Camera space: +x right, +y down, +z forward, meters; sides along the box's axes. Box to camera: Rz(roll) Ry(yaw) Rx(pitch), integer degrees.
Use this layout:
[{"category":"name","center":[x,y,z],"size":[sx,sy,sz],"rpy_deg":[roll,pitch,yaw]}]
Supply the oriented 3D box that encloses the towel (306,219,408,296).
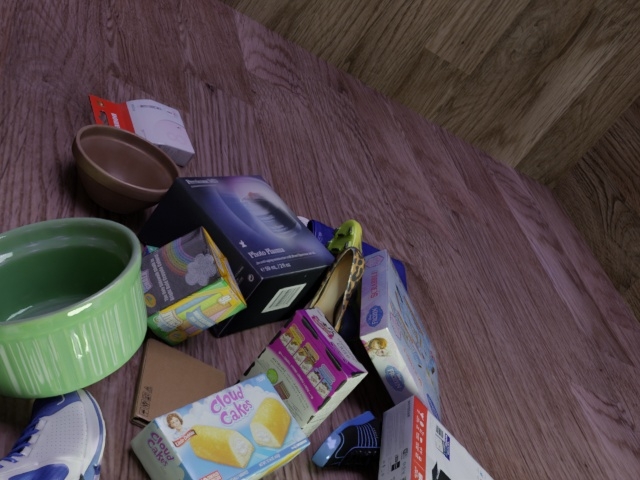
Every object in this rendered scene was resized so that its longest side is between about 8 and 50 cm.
[{"category":"towel","center":[0.084,0.097,2.218],"size":[0.308,0.076,0.228],"rpy_deg":[25,44,-28]}]

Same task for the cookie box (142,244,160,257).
[{"category":"cookie box","center":[-0.310,0.063,1.737],"size":[0.107,0.092,0.040],"rpy_deg":[14,33,-42]}]

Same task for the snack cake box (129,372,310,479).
[{"category":"snack cake box","center":[-0.159,0.333,1.461],"size":[0.264,0.089,0.152],"rpy_deg":[-15,65,-52]}]

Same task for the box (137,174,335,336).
[{"category":"box","center":[-0.171,0.018,1.893],"size":[0.294,0.183,0.296],"rpy_deg":[47,26,19]}]

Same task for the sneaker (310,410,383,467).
[{"category":"sneaker","center":[0.071,0.397,1.709],"size":[0.090,0.081,0.232],"rpy_deg":[42,25,19]}]

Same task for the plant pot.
[{"category":"plant pot","center":[-0.422,-0.134,1.876],"size":[0.237,0.110,0.237],"rpy_deg":[27,25,-14]}]

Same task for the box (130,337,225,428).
[{"category":"box","center":[-0.245,0.273,1.563],"size":[0.164,0.021,0.201],"rpy_deg":[29,27,-20]}]

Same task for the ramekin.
[{"category":"ramekin","center":[-0.406,0.100,1.336],"size":[0.303,0.148,0.303],"rpy_deg":[-6,29,3]}]

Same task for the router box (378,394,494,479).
[{"category":"router box","center":[0.231,0.504,1.664],"size":[0.301,0.082,0.335],"rpy_deg":[47,23,-17]}]

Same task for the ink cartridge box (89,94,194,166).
[{"category":"ink cartridge box","center":[-0.436,-0.285,2.180],"size":[0.232,0.066,0.189],"rpy_deg":[22,31,-40]}]

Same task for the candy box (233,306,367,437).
[{"category":"candy box","center":[-0.043,0.256,1.610],"size":[0.071,0.233,0.159],"rpy_deg":[-2,48,-54]}]

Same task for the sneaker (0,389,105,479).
[{"category":"sneaker","center":[-0.394,0.315,1.178],"size":[0.182,0.127,0.316],"rpy_deg":[25,31,-32]}]

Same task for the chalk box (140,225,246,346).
[{"category":"chalk box","center":[-0.269,0.098,1.644],"size":[0.132,0.213,0.132],"rpy_deg":[64,3,33]}]

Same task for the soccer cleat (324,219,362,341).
[{"category":"soccer cleat","center":[0.067,0.096,2.066],"size":[0.121,0.093,0.289],"rpy_deg":[21,66,-36]}]

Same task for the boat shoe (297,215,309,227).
[{"category":"boat shoe","center":[0.000,0.000,2.284],"size":[0.184,0.066,0.063],"rpy_deg":[30,41,-23]}]

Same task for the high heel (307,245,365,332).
[{"category":"high heel","center":[0.007,0.134,1.858],"size":[0.093,0.186,0.261],"rpy_deg":[26,54,18]}]

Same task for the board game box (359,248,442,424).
[{"category":"board game box","center":[0.178,0.232,1.966],"size":[0.318,0.065,0.319],"rpy_deg":[-82,149,-61]}]
